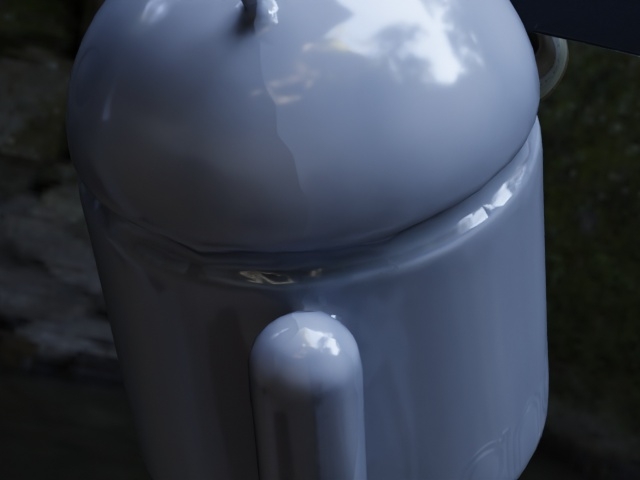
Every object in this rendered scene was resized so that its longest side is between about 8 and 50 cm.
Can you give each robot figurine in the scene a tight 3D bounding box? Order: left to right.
[{"bbox_3d":[0.000,0.000,0.782,0.199,0.353,0.300,-6,39,3],"label":"robot figurine"}]

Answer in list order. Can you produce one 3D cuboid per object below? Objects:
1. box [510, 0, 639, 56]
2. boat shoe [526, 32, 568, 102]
[{"bbox_3d":[0.267,-0.302,1.046,0.293,0.395,0.212,13,-38,-4],"label":"box"},{"bbox_3d":[0.039,-0.191,1.269,0.302,0.109,0.098,30,2,13],"label":"boat shoe"}]
